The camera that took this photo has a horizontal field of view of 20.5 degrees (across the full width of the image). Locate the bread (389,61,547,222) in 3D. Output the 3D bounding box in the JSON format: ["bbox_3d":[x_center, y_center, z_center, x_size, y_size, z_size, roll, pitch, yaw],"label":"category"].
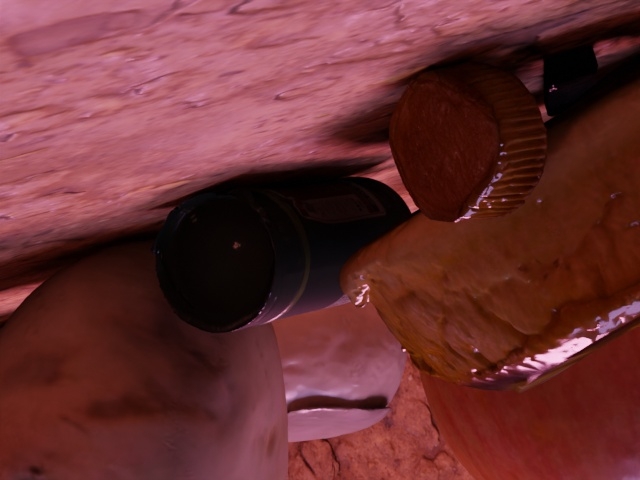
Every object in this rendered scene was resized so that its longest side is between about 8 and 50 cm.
[{"bbox_3d":[0.079,-0.051,0.917,0.053,0.085,0.085,-8,170,-43],"label":"bread"}]

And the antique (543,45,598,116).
[{"bbox_3d":[0.152,-0.095,1.088,0.031,0.015,0.192,-19,175,7],"label":"antique"}]

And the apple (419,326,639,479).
[{"bbox_3d":[0.270,0.068,1.473,0.391,0.346,0.391,-14,176,-1],"label":"apple"}]

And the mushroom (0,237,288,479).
[{"bbox_3d":[-0.192,0.137,1.285,0.336,0.314,0.314,8,180,9],"label":"mushroom"}]

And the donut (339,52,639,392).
[{"bbox_3d":[0.176,-0.009,1.081,0.330,0.160,0.330,-32,180,0],"label":"donut"}]

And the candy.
[{"bbox_3d":[-0.050,0.116,1.849,0.296,0.185,0.295,-2,170,0],"label":"candy"}]

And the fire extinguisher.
[{"bbox_3d":[0.000,0.000,1.226,0.118,0.093,0.294,9,-171,27],"label":"fire extinguisher"}]

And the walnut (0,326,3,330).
[{"bbox_3d":[-0.269,0.211,1.610,0.285,0.285,0.296,-20,-177,26],"label":"walnut"}]
